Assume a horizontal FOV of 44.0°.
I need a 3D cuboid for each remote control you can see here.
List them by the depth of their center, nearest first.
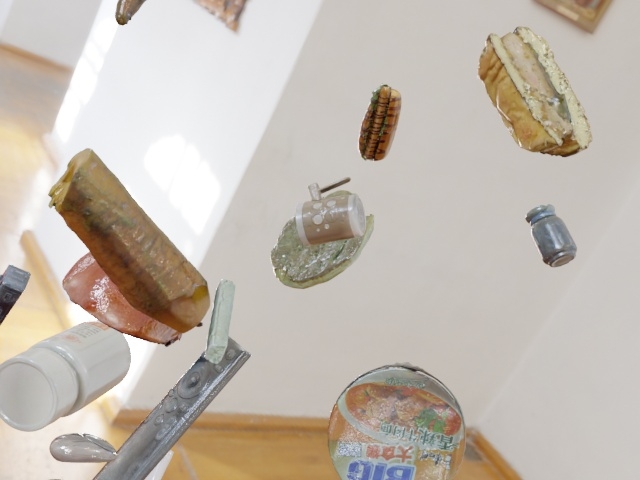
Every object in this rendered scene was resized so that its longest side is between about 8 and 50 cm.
[{"bbox_3d":[-0.282,0.334,1.484,0.107,0.377,0.044,30,-14,48],"label":"remote control"}]

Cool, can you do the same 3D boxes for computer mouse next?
[{"bbox_3d":[-0.347,0.302,1.159,0.096,0.039,0.066,6,-6,-19],"label":"computer mouse"}]

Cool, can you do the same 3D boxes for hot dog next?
[{"bbox_3d":[0.076,-0.152,1.046,0.049,0.122,0.037,26,44,18],"label":"hot dog"}]

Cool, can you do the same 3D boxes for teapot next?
[{"bbox_3d":[0.321,-0.004,1.097,0.063,0.049,0.083,35,33,-55],"label":"teapot"}]

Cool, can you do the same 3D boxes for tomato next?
[{"bbox_3d":[-0.386,0.078,1.696,0.309,0.170,0.309,32,7,-4],"label":"tomato"}]

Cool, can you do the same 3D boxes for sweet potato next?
[{"bbox_3d":[-0.259,-0.437,1.252,0.075,0.075,0.269,23,55,-14],"label":"sweet potato"}]

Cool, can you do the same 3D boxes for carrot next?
[{"bbox_3d":[-0.283,0.010,1.180,0.301,0.114,0.114,53,9,-22],"label":"carrot"}]

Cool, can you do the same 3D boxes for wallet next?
[{"bbox_3d":[-0.383,0.529,1.692,0.033,0.189,0.095,40,-30,-29],"label":"wallet"}]

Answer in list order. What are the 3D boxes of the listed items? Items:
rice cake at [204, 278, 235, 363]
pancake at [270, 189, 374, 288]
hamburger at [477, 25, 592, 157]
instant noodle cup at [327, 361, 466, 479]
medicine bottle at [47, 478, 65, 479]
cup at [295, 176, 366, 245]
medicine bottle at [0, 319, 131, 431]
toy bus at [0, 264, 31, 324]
[{"bbox_3d":[-0.146,0.115,1.160,0.029,0.033,0.170,24,29,-14],"label":"rice cake"},{"bbox_3d":[0.000,0.000,1.642,0.037,0.254,0.253,44,6,-37],"label":"pancake"},{"bbox_3d":[0.390,-0.257,1.454,0.124,0.131,0.261,-17,72,-22],"label":"hamburger"},{"bbox_3d":[0.162,0.410,1.716,0.296,0.296,0.214,30,-3,6],"label":"instant noodle cup"},{"bbox_3d":[-0.602,0.651,1.711,0.144,0.143,0.258,24,26,-12],"label":"medicine bottle"},{"bbox_3d":[0.020,-0.043,1.277,0.099,0.074,0.102,-8,39,16],"label":"cup"},{"bbox_3d":[-0.676,0.350,2.097,0.211,0.211,0.371,31,15,9],"label":"medicine bottle"},{"bbox_3d":[-0.568,0.113,1.396,0.047,0.166,0.065,28,32,-24],"label":"toy bus"}]
